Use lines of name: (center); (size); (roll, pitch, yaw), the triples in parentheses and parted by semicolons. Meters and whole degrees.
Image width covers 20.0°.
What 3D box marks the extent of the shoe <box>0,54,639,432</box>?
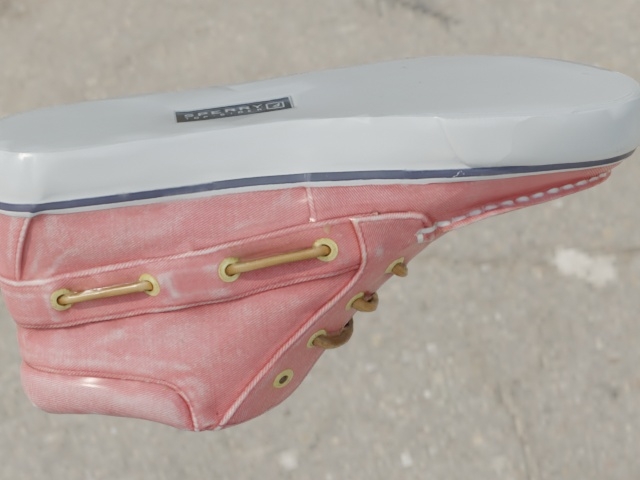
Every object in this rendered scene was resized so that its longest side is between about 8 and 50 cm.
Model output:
shoe: (0.000, 0.000, 0.489); (0.178, 0.081, 0.063); (-6, 20, -1)
